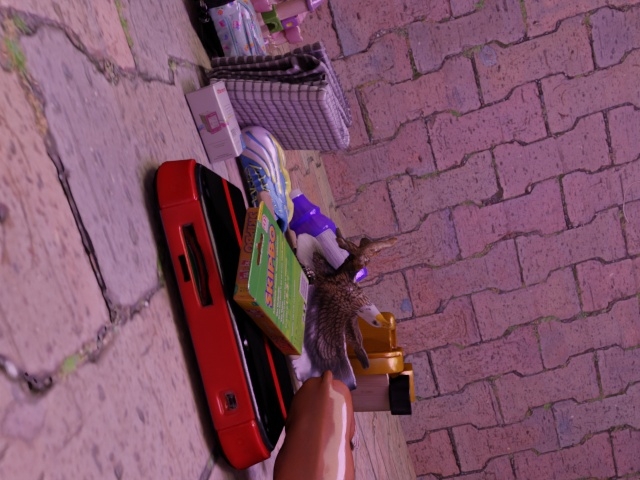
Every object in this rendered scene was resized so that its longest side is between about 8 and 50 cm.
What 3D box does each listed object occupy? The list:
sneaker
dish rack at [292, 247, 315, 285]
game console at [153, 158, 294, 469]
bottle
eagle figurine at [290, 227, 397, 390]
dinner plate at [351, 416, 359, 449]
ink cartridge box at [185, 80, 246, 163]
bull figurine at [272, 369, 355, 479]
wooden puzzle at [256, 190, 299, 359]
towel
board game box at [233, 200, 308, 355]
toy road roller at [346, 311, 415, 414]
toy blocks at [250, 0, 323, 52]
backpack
[{"bbox_3d":[-0.104,-0.107,1.151,0.126,0.091,0.240,-95,168,-51],"label":"sneaker"},{"bbox_3d":[-0.018,0.135,1.355,0.271,0.074,0.208,-88,162,-68],"label":"dish rack"},{"bbox_3d":[-0.120,0.089,0.809,0.342,0.060,0.386,49,26,-87],"label":"game console"},{"bbox_3d":[0.000,0.000,1.438,0.282,0.092,0.118,55,-30,5],"label":"bottle"},{"bbox_3d":[0.044,0.142,1.141,0.225,0.227,0.298,-126,-131,-57],"label":"eagle figurine"},{"bbox_3d":[0.080,0.497,1.549,0.141,0.017,0.141,-16,90,-83],"label":"dinner plate"},{"bbox_3d":[-0.175,-0.202,0.969,0.088,0.052,0.122,-85,159,-71],"label":"ink cartridge box"},{"bbox_3d":[-0.017,0.318,0.692,0.188,0.101,0.310,99,6,-54],"label":"bull figurine"},{"bbox_3d":[-0.081,0.057,1.002,0.238,0.044,0.220,-107,-173,-58],"label":"wooden puzzle"},{"bbox_3d":[-0.071,-0.276,1.138,0.283,0.235,0.121,46,49,-72],"label":"towel"},{"bbox_3d":[-0.061,0.061,0.773,0.259,0.039,0.124,71,21,-62],"label":"board game box"},{"bbox_3d":[0.130,0.301,1.445,0.329,0.203,0.240,34,53,-80],"label":"toy road roller"},{"bbox_3d":[-0.100,-0.583,1.519,0.288,0.260,0.308,31,44,-80],"label":"toy blocks"},{"bbox_3d":[-0.182,-0.435,1.163,0.151,0.115,0.182,-101,174,-49],"label":"backpack"}]
